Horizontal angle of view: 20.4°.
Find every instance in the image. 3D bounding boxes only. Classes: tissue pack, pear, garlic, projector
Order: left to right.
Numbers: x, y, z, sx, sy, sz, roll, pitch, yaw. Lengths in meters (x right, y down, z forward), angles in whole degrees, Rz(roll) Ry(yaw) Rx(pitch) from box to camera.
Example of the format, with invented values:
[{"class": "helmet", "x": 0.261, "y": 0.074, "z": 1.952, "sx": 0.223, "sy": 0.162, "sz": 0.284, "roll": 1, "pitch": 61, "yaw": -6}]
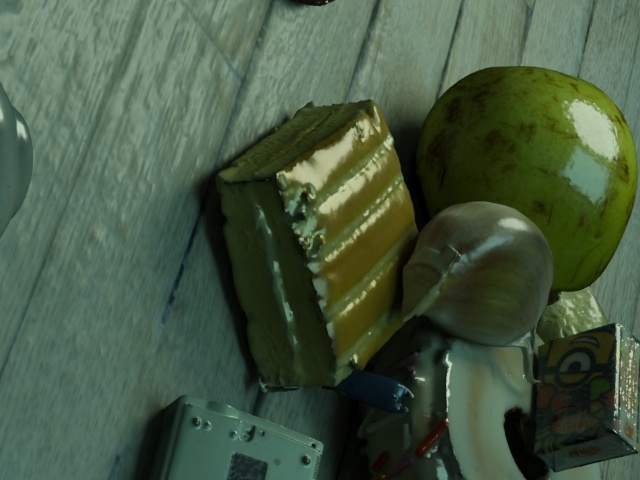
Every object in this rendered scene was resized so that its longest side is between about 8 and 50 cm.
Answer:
[{"class": "projector", "x": -0.078, "y": 0.216, "z": 1.622, "sx": 0.147, "sy": 0.061, "sz": 0.115, "roll": 21, "pitch": 60, "yaw": -17}, {"class": "garlic", "x": 0.193, "y": 0.046, "z": 1.909, "sx": 0.267, "sy": 0.148, "sz": 0.128, "roll": 31, "pitch": 18, "yaw": -37}, {"class": "pear", "x": 0.234, "y": -0.068, "z": 2.065, "sx": 0.284, "sy": 0.284, "sz": 0.283, "roll": 13, "pitch": 75, "yaw": -59}, {"class": "tissue pack", "x": 0.297, "y": 0.175, "z": 1.976, "sx": 0.060, "sy": 0.109, "sz": 0.148, "roll": 41, "pitch": 42, "yaw": -35}]

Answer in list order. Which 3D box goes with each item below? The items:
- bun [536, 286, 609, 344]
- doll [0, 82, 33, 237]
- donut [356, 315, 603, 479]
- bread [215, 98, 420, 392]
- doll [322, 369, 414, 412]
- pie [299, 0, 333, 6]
[{"class": "bun", "x": 0.281, "y": 0.136, "z": 2.222, "sx": 0.116, "sy": 0.210, "sz": 0.237, "roll": -20, "pitch": 85, "yaw": -19}, {"class": "doll", "x": -0.313, "y": -0.086, "z": 1.242, "sx": 0.221, "sy": 0.221, "sz": 0.251, "roll": -49, "pitch": 150, "yaw": -51}, {"class": "donut", "x": 0.176, "y": 0.243, "z": 1.991, "sx": 0.383, "sy": 0.142, "sz": 0.382, "roll": 34, "pitch": 45, "yaw": -44}, {"class": "bread", "x": 0.000, "y": 0.000, "z": 1.802, "sx": 0.246, "sy": 0.111, "sz": 0.239, "roll": -45, "pitch": 124, "yaw": -54}, {"class": "doll", "x": 0.036, "y": 0.147, "z": 1.846, "sx": 0.027, "sy": 0.125, "sz": 0.037, "roll": 62, "pitch": 50, "yaw": -77}, {"class": "pie", "x": -0.008, "y": -0.357, "z": 1.894, "sx": 0.218, "sy": 0.054, "sz": 0.204, "roll": 61, "pitch": 38, "yaw": -35}]
